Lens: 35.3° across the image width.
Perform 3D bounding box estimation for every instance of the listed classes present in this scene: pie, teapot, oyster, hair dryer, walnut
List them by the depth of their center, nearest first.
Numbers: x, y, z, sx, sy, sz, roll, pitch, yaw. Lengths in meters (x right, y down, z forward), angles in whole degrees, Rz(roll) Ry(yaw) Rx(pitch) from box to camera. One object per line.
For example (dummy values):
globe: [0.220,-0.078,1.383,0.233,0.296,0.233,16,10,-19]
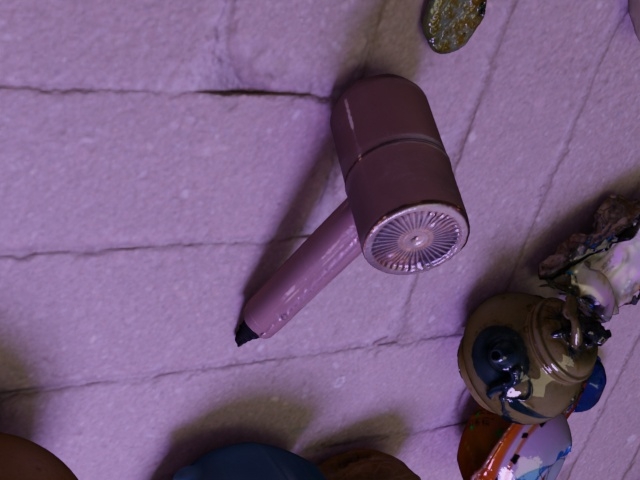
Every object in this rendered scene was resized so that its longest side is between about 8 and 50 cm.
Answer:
pie: [0.137,-0.230,1.029,0.085,0.017,0.085,-20,132,-23]
hair dryer: [0.000,0.000,1.041,0.106,0.189,0.344,20,131,-35]
teapot: [0.289,0.137,1.283,0.269,0.173,0.182,-2,158,-42]
walnut: [0.055,0.352,1.318,0.184,0.155,0.155,-18,130,-22]
oyster: [0.402,0.032,1.365,0.259,0.092,0.198,-20,132,-36]

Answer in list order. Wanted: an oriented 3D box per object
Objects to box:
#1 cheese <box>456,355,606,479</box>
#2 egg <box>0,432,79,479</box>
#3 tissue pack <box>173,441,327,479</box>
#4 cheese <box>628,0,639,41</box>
cheese: [0.307,0.273,1.449,0.329,0.129,0.217,-29,143,-39]
egg: [-0.353,0.325,0.942,0.322,0.250,0.250,-44,136,13]
tissue pack: [-0.115,0.388,1.188,0.206,0.198,0.287,17,113,-43]
cheese: [0.426,-0.329,1.104,0.159,0.093,0.263,-19,131,-21]
